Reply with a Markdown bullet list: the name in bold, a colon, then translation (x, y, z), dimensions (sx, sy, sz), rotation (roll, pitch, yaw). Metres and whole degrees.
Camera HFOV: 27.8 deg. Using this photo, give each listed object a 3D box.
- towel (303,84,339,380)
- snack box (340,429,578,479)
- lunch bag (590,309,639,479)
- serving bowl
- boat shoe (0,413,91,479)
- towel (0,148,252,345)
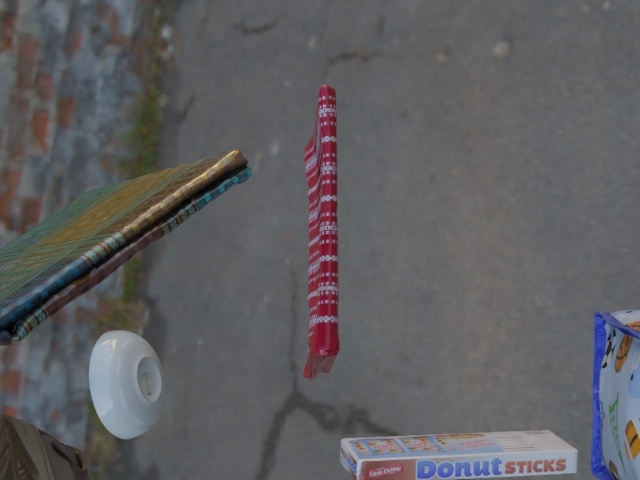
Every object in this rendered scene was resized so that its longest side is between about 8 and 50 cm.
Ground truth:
- **towel**: translation (0.000, 0.000, 1.342), dimensions (0.199, 0.031, 0.275), rotation (104, 166, -77)
- **snack box**: translation (0.109, 0.171, 1.024), dimensions (0.064, 0.178, 0.022), rotation (-146, 56, -77)
- **lunch bag**: translation (0.470, 0.194, 1.306), dimensions (0.385, 0.327, 0.239), rotation (-157, 65, -87)
- **serving bowl**: translation (-0.141, 0.107, 0.977), dimensions (0.027, 0.083, 0.083), rotation (-12, 67, 23)
- **boat shoe**: translation (-0.216, 0.272, 1.123), dimensions (0.123, 0.123, 0.342), rotation (-62, 30, 9)
- **towel**: translation (-0.239, 0.019, 1.167), dimensions (0.040, 0.271, 0.370), rotation (58, 153, -13)
